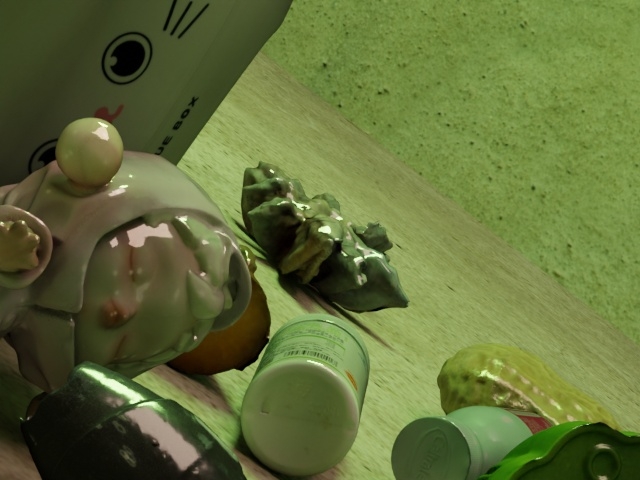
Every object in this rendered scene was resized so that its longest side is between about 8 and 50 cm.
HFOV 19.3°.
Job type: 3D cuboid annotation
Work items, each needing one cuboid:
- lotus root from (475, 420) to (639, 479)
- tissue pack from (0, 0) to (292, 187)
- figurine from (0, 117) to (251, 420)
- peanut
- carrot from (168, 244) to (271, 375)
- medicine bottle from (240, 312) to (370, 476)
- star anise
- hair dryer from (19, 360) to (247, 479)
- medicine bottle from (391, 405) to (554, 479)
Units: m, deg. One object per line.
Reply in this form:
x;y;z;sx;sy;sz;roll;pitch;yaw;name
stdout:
0.165;0.214;1.338;0.186;0.186;0.186;35;9;-6;lotus root
-0.186;-0.132;1.192;0.229;0.333;0.236;39;9;20;tissue pack
-0.164;0.020;1.053;0.276;0.200;0.133;-7;26;-39;figurine
0.208;0.185;1.733;0.233;0.110;0.197;36;9;15;peanut
-0.112;0.025;1.487;0.102;0.102;0.263;32;6;-21;carrot
-0.009;0.111;1.390;0.086;0.086;0.183;36;10;-1;medicine bottle
0.000;0.000;1.962;0.229;0.093;0.236;36;7;4;star anise
-0.051;0.155;1.063;0.235;0.091;0.272;45;5;1;hair dryer
0.130;0.180;1.534;0.090;0.090;0.217;40;11;24;medicine bottle
